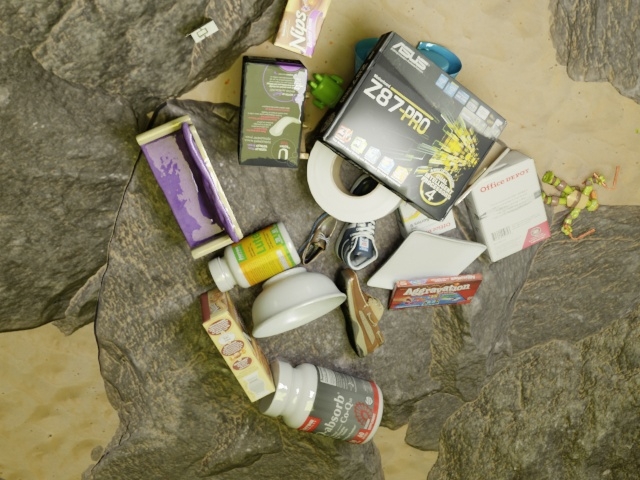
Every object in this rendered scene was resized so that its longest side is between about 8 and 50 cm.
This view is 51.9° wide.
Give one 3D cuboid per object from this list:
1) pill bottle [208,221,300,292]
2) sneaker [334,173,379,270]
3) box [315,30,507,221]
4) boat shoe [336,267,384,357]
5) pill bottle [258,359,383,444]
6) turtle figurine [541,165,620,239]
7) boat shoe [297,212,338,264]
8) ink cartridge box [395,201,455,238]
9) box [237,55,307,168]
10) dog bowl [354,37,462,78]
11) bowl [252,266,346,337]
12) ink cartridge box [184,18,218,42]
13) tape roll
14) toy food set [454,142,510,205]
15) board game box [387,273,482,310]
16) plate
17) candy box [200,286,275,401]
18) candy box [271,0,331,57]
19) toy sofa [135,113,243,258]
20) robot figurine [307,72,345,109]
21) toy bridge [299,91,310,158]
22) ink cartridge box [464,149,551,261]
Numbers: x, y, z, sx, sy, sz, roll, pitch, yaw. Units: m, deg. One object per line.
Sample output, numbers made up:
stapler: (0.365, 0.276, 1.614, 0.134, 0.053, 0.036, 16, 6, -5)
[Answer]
pill bottle: (-0.194, 0.055, 1.911, 0.246, 0.136, 0.136, -25, 115, -1)
sneaker: (0.127, -0.046, 1.931, 0.099, 0.153, 0.282, 11, 109, -17)
box: (0.234, -0.281, 1.676, 0.395, 0.097, 0.318, 34, 89, -17)
boat shoe: (0.132, 0.219, 2.073, 0.120, 0.122, 0.323, -19, 123, -10)
pill bottle: (-0.001, 0.513, 2.108, 0.363, 0.210, 0.210, 19, 107, -19)
turtle figurine: (0.800, -0.147, 2.076, 0.218, 0.087, 0.269, 19, 116, -11)
boat shoe: (0.000, 0.000, 1.970, 0.066, 0.066, 0.183, 27, 105, -21)
ink cartridge box: (0.301, -0.116, 1.975, 0.154, 0.093, 0.212, -20, 117, -4)
box: (-0.132, -0.342, 1.753, 0.165, 0.143, 0.270, 3, 112, -10)
dog bowl: (0.229, -0.467, 1.778, 0.298, 0.165, 0.074, 1, 136, -14)
bowl: (-0.084, 0.168, 1.948, 0.298, 0.298, 0.134, -23, 75, -3)
ink cartridge box: (-0.305, -0.534, 1.688, 0.083, 0.048, 0.028, -30, 115, 2)
tape roll: (0.110, -0.192, 1.825, 0.286, 0.100, 0.286, 1, 95, 16)
toy food set: (0.340, -0.274, 1.844, 0.306, 0.092, 0.219, 43, 91, 9)
board game box: (0.364, 0.166, 2.106, 0.282, 0.027, 0.145, -4, 142, -11)
plate: (0.318, 0.064, 2.016, 0.278, 0.045, 0.278, 10, 138, -28)
candy box: (-0.250, 0.308, 1.980, 0.088, 0.183, 0.316, -26, 115, -2)
candy box: (-0.047, -0.586, 1.722, 0.109, 0.053, 0.186, 16, 107, -18)
toy sofa: (-0.345, -0.140, 1.749, 0.150, 0.177, 0.362, -24, 109, -6)
robot figurine: (0.019, -0.409, 1.802, 0.115, 0.067, 0.101, 34, 93, -23)
toy bridge: (-0.048, -0.319, 1.825, 0.026, 0.063, 0.188, 1, 93, -13)
ink cartridge box: (0.566, -0.109, 2.022, 0.207, 0.117, 0.282, -23, 116, -2)
